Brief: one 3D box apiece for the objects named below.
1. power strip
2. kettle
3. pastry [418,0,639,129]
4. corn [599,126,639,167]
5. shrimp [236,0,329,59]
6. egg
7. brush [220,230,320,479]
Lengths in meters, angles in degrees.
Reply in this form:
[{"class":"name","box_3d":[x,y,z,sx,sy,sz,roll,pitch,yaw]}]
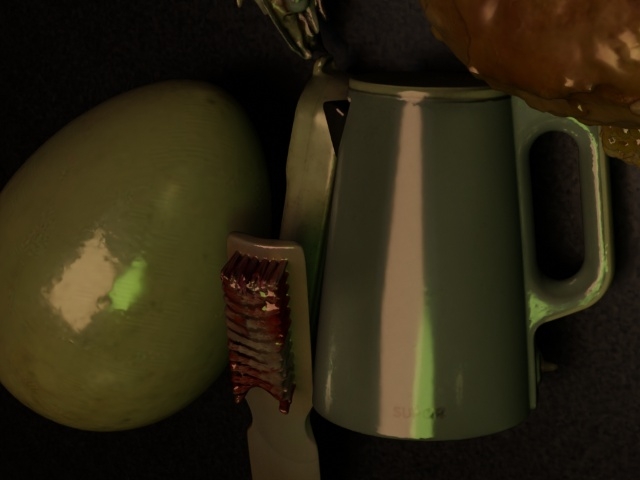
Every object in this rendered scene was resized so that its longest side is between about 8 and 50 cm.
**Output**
[{"class":"power strip","box_3d":[-0.003,-0.001,1.136,0.048,0.080,0.286,16,112,19]},{"class":"kettle","box_3d":[0.102,0.004,1.046,0.210,0.160,0.243,4,103,9]},{"class":"pastry","box_3d":[0.197,-0.207,0.881,0.315,0.184,0.284,16,102,35]},{"class":"corn","box_3d":[0.331,-0.068,0.910,0.319,0.097,0.097,8,110,29]},{"class":"shrimp","box_3d":[-0.094,-0.266,1.113,0.164,0.062,0.317,-28,87,38]},{"class":"egg","box_3d":[-0.145,0.009,1.138,0.218,0.218,0.295,39,113,14]},{"class":"brush","box_3d":[-0.035,0.131,1.117,0.060,0.050,0.321,9,132,15]}]
